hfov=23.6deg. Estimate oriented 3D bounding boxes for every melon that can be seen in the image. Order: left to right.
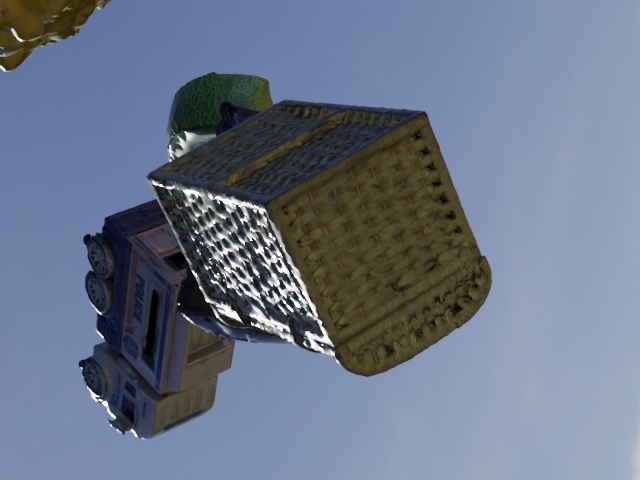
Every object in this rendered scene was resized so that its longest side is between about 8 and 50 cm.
[{"bbox_3d":[-0.112,-0.106,1.646,0.209,0.118,0.064,92,-169,-63],"label":"melon"}]

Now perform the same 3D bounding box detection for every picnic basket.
[{"bbox_3d":[0.000,0.000,1.060,0.134,0.196,0.154,-31,-68,-24],"label":"picnic basket"}]

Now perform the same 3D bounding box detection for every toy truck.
[{"bbox_3d":[-0.163,0.093,1.625,0.124,0.155,0.268,-22,-41,-34],"label":"toy truck"}]

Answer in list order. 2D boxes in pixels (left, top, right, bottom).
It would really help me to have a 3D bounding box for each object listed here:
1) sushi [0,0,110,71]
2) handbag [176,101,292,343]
[{"bbox_3d":[-0.263,-0.272,0.849,0.240,0.351,0.397,-42,-55,-64],"label":"sushi"},{"bbox_3d":[-0.026,-0.013,1.335,0.155,0.169,0.215,56,-135,-69],"label":"handbag"}]
